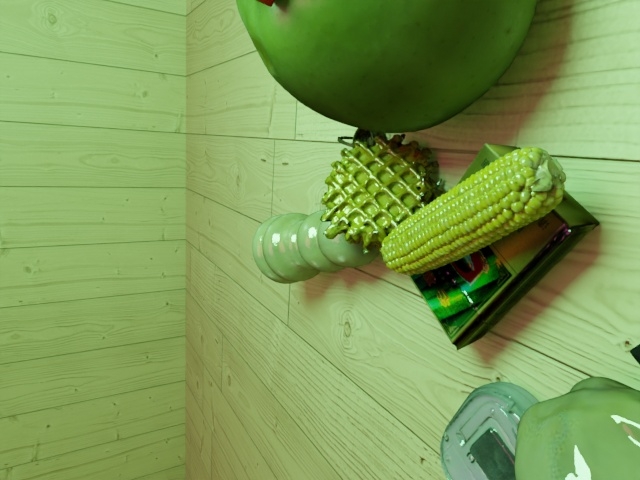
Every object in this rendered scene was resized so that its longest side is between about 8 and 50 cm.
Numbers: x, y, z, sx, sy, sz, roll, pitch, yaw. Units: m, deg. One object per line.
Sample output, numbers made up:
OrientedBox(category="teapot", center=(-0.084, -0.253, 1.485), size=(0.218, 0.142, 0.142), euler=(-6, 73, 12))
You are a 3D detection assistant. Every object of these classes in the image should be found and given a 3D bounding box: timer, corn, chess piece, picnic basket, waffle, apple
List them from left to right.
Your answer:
OrientedBox(category="chess piece", center=(0.000, 0.000, 0.903), size=(0.300, 0.167, 0.166), euler=(-14, 81, 54))
OrientedBox(category="picnic basket", center=(0.073, -0.181, 0.822), size=(0.072, 0.084, 0.071), euler=(12, 103, 60))
OrientedBox(category="waffle", center=(0.098, -0.078, 0.731), size=(0.198, 0.070, 0.192), euler=(-10, 68, 16))
OrientedBox(category="apple", center=(0.083, -0.309, 0.566), size=(0.357, 0.358, 0.356), euler=(10, 102, 59))
OrientedBox(category="corn", center=(0.172, -0.024, 0.542), size=(0.248, 0.081, 0.081), euler=(-39, 60, 52))
OrientedBox(category="timer", center=(0.252, 0.306, 0.586), size=(0.208, 0.069, 0.190), euler=(55, 134, 44))

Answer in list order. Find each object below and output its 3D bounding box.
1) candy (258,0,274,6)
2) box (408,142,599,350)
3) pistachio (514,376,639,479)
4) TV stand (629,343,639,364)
OrientedBox(category="candy", center=(-0.070, -0.302, 0.459), size=(0.062, 0.038, 0.121), euler=(-53, 48, 36))
OrientedBox(category="box", center=(0.221, 0.012, 0.604), size=(0.159, 0.071, 0.240), euler=(59, 140, 35))
OrientedBox(category="pistachio", center=(0.309, 0.258, 0.354), size=(0.332, 0.208, 0.225), euler=(38, 133, 36))
OrientedBox(category="TV stand", center=(0.370, 0.042, 0.365), size=(0.249, 0.042, 0.036), euler=(113, 148, -43))
